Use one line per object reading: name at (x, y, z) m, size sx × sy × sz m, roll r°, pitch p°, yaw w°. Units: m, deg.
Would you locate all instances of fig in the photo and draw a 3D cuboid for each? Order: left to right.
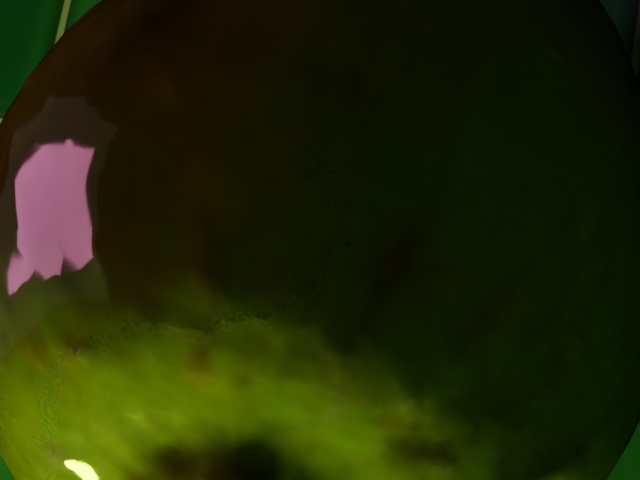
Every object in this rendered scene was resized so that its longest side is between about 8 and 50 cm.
fig at (0.010, -0.016, 0.505) m, size 0.258 × 0.258 × 0.326 m, roll 106°, pitch -173°, yaw -52°
